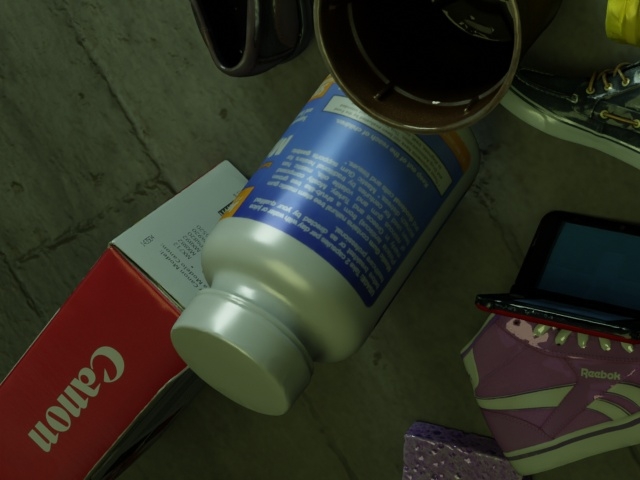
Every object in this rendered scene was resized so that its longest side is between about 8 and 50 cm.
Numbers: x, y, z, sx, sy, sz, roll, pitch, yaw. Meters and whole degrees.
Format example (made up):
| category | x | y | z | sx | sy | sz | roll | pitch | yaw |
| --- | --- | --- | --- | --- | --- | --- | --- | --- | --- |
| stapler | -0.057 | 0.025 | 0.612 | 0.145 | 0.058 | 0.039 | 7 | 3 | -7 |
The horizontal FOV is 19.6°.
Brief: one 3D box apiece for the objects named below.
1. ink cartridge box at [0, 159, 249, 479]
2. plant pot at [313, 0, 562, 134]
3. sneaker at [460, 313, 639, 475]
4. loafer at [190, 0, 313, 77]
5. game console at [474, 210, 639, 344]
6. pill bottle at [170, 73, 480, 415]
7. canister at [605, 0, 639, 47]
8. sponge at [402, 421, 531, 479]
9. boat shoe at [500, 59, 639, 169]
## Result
| category | x | y | z | sx | sy | sz | roll | pitch | yaw |
| --- | --- | --- | --- | --- | --- | --- | --- | --- | --- |
| ink cartridge box | -0.182 | 0.111 | 1.643 | 0.130 | 0.272 | 0.309 | 44 | 124 | 4 |
| plant pot | 0.104 | -0.187 | 1.420 | 0.167 | 0.165 | 0.167 | 12 | 118 | 23 |
| sneaker | 0.235 | 0.084 | 1.516 | 0.282 | 0.102 | 0.161 | -25 | 95 | 33 |
| loafer | -0.087 | -0.280 | 1.521 | 0.109 | 0.095 | 0.303 | -9 | 107 | 31 |
| game console | 0.213 | 0.027 | 1.465 | 0.144 | 0.124 | 0.085 | 12 | 95 | 29 |
| pill bottle | 0.000 | 0.000 | 1.477 | 0.152 | 0.272 | 0.152 | 29 | 155 | 15 |
| canister | 0.306 | -0.163 | 1.348 | 0.169 | 0.126 | 0.073 | 14 | 97 | 19 |
| sponge | 0.129 | 0.273 | 1.697 | 0.117 | 0.031 | 0.210 | 13 | 118 | 22 |
| boat shoe | 0.231 | -0.115 | 1.451 | 0.183 | 0.065 | 0.083 | 24 | 119 | 10 |
